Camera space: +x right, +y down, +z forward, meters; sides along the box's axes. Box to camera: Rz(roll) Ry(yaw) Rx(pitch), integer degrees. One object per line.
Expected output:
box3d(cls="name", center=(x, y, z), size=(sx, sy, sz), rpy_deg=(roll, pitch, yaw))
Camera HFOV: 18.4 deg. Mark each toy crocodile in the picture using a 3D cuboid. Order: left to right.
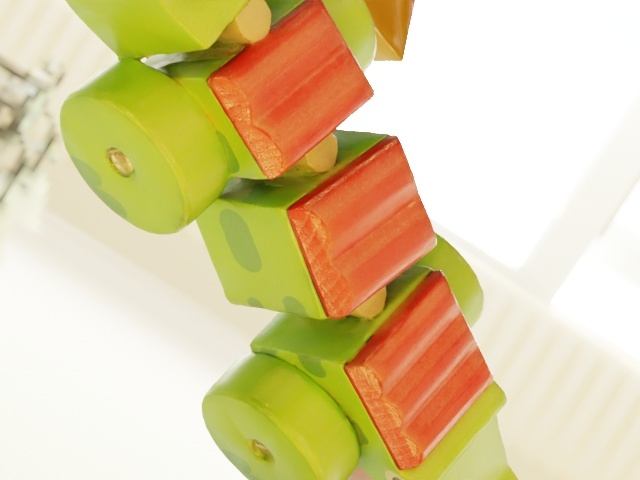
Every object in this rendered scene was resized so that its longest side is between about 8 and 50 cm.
box3d(cls="toy crocodile", center=(0.000, 0.000, 0.759), size=(0.105, 0.115, 0.340), rpy_deg=(10, 134, 48))

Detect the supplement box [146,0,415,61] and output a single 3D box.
box3d(cls="supplement box", center=(-0.058, -0.210, 1.248), size=(0.194, 0.129, 0.191), rpy_deg=(3, 160, 27))
